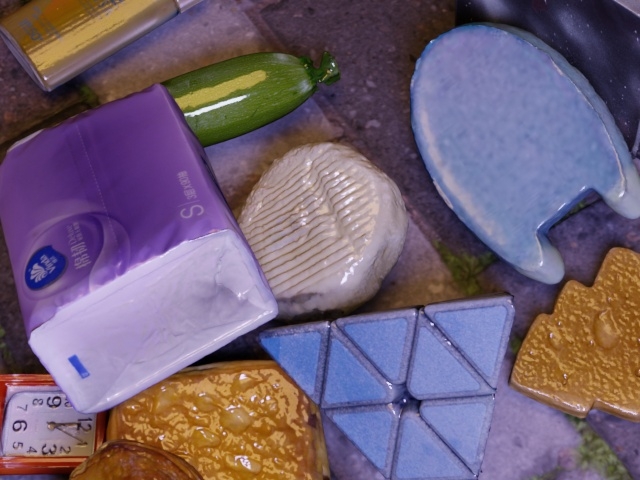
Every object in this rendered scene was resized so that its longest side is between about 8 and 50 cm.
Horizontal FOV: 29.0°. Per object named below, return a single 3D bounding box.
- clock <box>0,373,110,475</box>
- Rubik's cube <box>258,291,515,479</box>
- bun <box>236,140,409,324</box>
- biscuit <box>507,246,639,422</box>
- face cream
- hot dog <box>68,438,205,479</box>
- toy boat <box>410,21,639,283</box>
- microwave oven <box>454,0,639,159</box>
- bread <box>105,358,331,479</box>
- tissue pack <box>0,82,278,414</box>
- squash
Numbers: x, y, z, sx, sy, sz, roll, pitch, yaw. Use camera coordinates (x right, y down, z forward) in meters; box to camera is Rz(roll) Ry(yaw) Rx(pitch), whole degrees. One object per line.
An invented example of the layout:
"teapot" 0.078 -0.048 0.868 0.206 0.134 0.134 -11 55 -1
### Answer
"clock" -0.304 0.207 1.364 0.155 0.061 0.113 -1 59 1
"Rubik's cube" 0.118 0.136 1.284 0.228 0.233 0.229 -45 39 4
"bun" 0.000 0.000 1.412 0.220 0.134 0.220 -15 61 30
"biscuit" 0.317 0.120 1.367 0.238 0.041 0.212 -19 65 -6
"face cream" -0.283 -0.318 1.670 0.285 0.067 0.139 -34 64 -15
"hot dog" -0.161 0.312 1.149 0.175 0.114 0.259 -35 46 16
"toy boat" 0.238 -0.114 1.464 0.215 0.123 0.330 -45 66 18
"microwave oven" 0.428 -0.313 1.499 0.374 0.236 0.432 -40 64 -17
"bread" -0.109 0.234 1.309 0.235 0.099 0.210 -6 61 -5
"tissue pack" -0.217 -0.008 1.361 0.242 0.160 0.338 -28 40 -2
"squash" -0.157 -0.161 1.546 0.378 0.101 0.101 -20 59 -2
